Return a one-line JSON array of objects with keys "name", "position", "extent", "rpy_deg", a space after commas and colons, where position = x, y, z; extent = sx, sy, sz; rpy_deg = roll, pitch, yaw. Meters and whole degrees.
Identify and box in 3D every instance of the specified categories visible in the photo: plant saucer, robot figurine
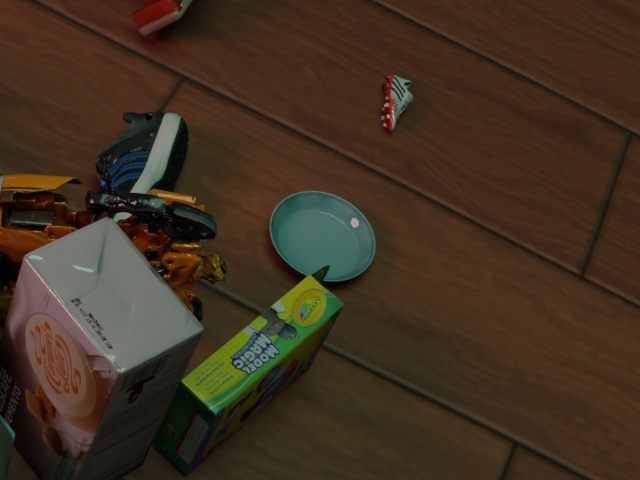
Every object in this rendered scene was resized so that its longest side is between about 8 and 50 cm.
[{"name": "plant saucer", "position": [0.000, 0.000, 1.870], "extent": [0.119, 0.021, 0.119], "rpy_deg": [10, 52, -13]}, {"name": "robot figurine", "position": [-0.235, 0.009, 1.667], "extent": [0.291, 0.211, 0.085], "rpy_deg": [4, 51, -9]}]

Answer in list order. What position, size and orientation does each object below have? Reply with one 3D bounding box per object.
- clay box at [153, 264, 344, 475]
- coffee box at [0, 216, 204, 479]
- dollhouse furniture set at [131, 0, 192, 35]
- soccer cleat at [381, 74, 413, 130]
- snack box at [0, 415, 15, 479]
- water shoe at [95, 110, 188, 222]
[{"name": "clay box", "position": [-0.060, 0.123, 1.689], "extent": [0.053, 0.127, 0.222], "rpy_deg": [43, 53, 12]}, {"name": "coffee box", "position": [-0.211, 0.114, 1.562], "extent": [0.098, 0.246, 0.141], "rpy_deg": [-28, 69, -35]}, {"name": "dollhouse furniture set", "position": [-0.227, -0.374, 1.931], "extent": [0.259, 0.262, 0.135], "rpy_deg": [49, 49, -22]}, {"name": "soccer cleat", "position": [0.090, -0.160, 2.017], "extent": [0.036, 0.029, 0.083], "rpy_deg": [9, 48, -8]}, {"name": "snack box", "position": [-0.369, 0.284, 1.416], "extent": [0.187, 0.060, 0.322], "rpy_deg": [-12, 43, 16]}, {"name": "water shoe", "position": [-0.202, -0.056, 1.820], "extent": [0.080, 0.073, 0.203], "rpy_deg": [8, 45, 13]}]
